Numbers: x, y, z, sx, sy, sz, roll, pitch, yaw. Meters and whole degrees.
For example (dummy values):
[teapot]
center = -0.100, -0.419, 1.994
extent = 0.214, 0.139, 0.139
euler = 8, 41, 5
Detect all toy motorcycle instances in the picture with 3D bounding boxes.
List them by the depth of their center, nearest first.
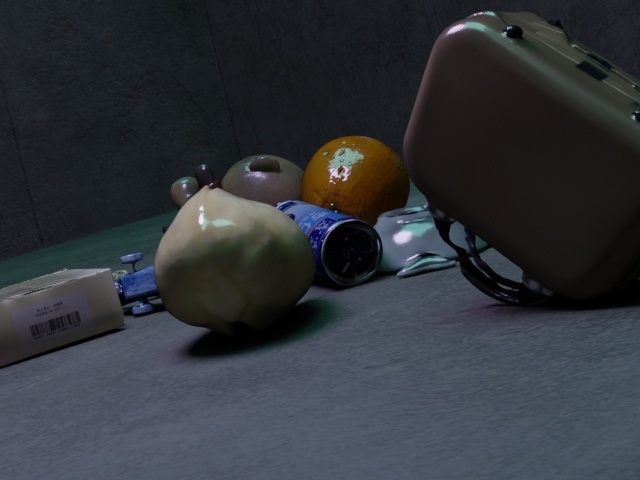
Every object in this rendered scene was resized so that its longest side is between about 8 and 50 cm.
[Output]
[toy motorcycle]
center = -0.246, 0.059, 1.922
extent = 0.254, 0.092, 0.135
euler = -16, -2, 28

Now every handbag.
[handbag]
center = 0.224, -0.063, 1.273
extent = 0.302, 0.283, 0.149
euler = 37, 32, 23

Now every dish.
[dish]
center = 0.140, -0.008, 1.776
extent = 0.224, 0.078, 0.246
euler = -11, 6, 2

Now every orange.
[orange]
center = 0.060, -0.092, 2.204
extent = 0.206, 0.206, 0.206
euler = -13, 6, 1

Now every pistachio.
[pistachio]
center = -0.105, 0.021, 1.520
extent = 0.187, 0.187, 0.299
euler = -12, 2, 6

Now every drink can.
[drink can]
center = 0.000, 0.000, 1.788
extent = 0.097, 0.097, 0.235
euler = -15, 15, -20

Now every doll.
[doll]
center = -0.176, -0.079, 2.657
extent = 0.330, 0.235, 0.174
euler = -18, 46, 29

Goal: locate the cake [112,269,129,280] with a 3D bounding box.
[cake]
center = -0.360, 0.105, 2.037
extent = 0.051, 0.055, 0.140
euler = -7, 26, 34

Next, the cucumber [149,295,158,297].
[cucumber]
center = -0.241, 0.071, 2.065
extent = 0.135, 0.034, 0.033
euler = -11, -10, -25

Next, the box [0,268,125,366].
[box]
center = -0.415, 0.109, 1.777
extent = 0.212, 0.095, 0.168
euler = -17, 6, -33
